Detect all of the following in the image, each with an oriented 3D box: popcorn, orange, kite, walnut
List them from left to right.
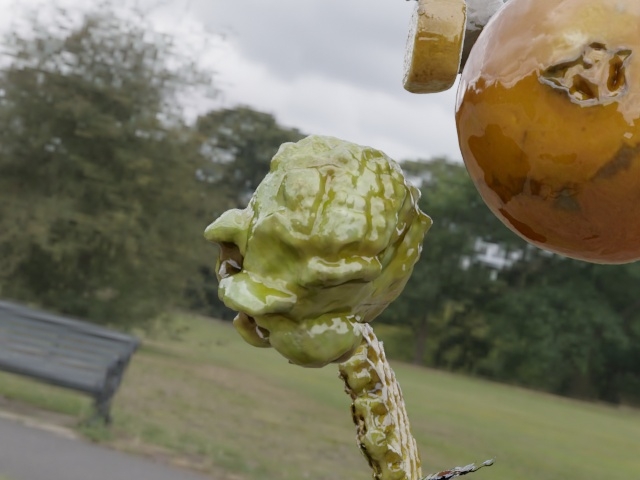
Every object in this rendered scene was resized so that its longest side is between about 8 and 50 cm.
[{"bbox_3d":[0.000,0.000,1.358,0.195,0.255,0.256,36,-22,2],"label":"popcorn"},{"bbox_3d":[0.031,0.238,1.260,0.285,0.015,0.152,-21,-7,35],"label":"kite"},{"bbox_3d":[0.238,-0.350,2.274,0.162,0.140,0.140,-17,3,-12],"label":"walnut"},{"bbox_3d":[0.289,-0.128,1.359,0.312,0.312,0.312,12,-3,1],"label":"orange"}]

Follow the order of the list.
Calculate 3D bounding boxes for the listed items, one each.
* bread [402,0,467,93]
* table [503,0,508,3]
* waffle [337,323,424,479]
[{"bbox_3d":[0.135,-0.242,1.683,0.073,0.122,0.149,7,-3,-1],"label":"bread"},{"bbox_3d":[0.310,-0.370,1.649,0.166,0.198,0.166,5,18,-2],"label":"table"},{"bbox_3d":[0.078,0.218,1.695,0.051,0.291,0.291,-17,-8,9],"label":"waffle"}]
